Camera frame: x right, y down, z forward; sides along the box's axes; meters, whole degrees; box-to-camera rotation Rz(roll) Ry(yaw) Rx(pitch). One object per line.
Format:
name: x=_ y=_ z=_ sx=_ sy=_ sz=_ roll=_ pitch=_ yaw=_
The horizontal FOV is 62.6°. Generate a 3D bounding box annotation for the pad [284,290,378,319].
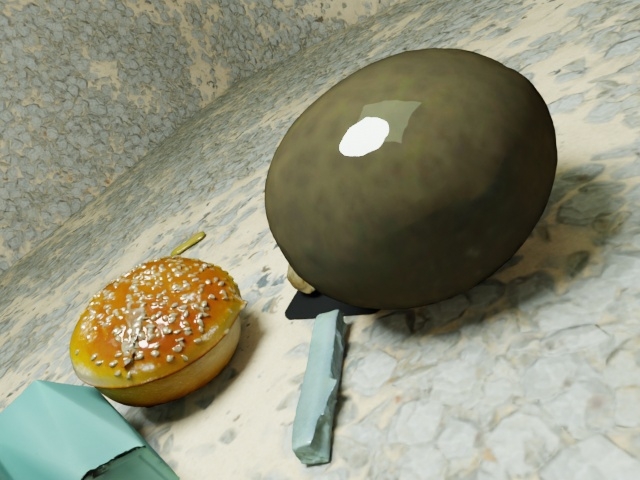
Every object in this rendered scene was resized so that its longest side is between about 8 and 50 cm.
pad: x=0.065 y=0.007 z=0.725 sx=0.181 sy=0.004 sz=0.267 roll=-11 pitch=34 yaw=40

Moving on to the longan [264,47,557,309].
longan: x=0.087 y=-0.061 z=0.543 sx=0.300 sy=0.243 sz=0.300 roll=-18 pitch=12 yaw=4

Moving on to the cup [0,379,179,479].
cup: x=-0.252 y=0.235 z=0.557 sx=0.134 sy=0.148 sz=0.235 roll=-20 pitch=12 yaw=-42

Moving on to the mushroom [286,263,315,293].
mushroom: x=0.003 y=-0.001 z=0.754 sx=0.059 sy=0.054 sz=0.202 roll=-21 pitch=24 yaw=30

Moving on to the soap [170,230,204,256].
soap: x=-0.286 y=0.008 z=1.134 sx=0.089 sy=0.012 sz=0.034 roll=-33 pitch=25 yaw=2

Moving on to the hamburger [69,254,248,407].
hamburger: x=-0.206 y=0.111 z=0.674 sx=0.236 sy=0.147 sz=0.237 roll=-15 pitch=20 yaw=5

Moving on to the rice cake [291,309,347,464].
rice cake: x=0.005 y=0.138 z=0.533 sx=0.042 sy=0.030 sz=0.180 roll=-21 pitch=29 yaw=22
